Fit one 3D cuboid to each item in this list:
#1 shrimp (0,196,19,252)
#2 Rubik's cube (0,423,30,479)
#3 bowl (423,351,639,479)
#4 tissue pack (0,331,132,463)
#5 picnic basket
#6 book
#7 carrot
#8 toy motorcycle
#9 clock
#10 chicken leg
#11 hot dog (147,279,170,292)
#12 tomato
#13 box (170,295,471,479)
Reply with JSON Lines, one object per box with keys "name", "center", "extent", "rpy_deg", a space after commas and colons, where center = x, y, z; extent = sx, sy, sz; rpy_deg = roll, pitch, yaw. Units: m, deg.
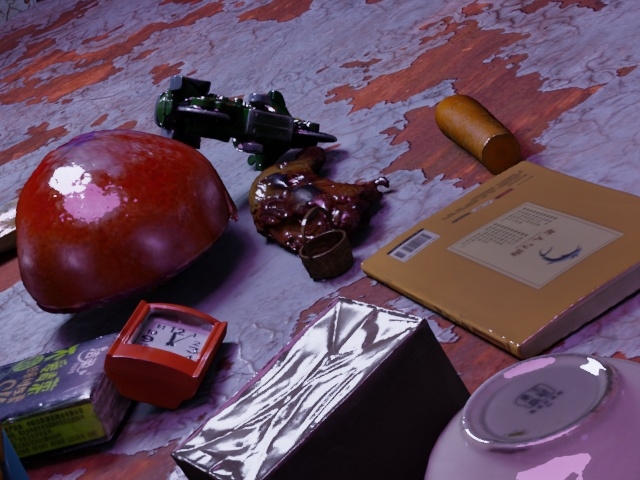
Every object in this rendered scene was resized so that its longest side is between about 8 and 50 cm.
{"name": "shrimp", "center": [-0.497, -0.029, 2.639], "extent": [0.317, 0.077, 0.168], "rpy_deg": [-28, 12, -22]}
{"name": "Rubik's cube", "center": [-0.387, 0.316, 1.461], "extent": [0.290, 0.291, 0.291], "rpy_deg": [-26, 22, -4]}
{"name": "bowl", "center": [0.203, 0.188, 1.381], "extent": [0.277, 0.145, 0.277], "rpy_deg": [-19, 25, 9]}
{"name": "tissue pack", "center": [-0.339, 0.198, 1.965], "extent": [0.235, 0.073, 0.173], "rpy_deg": [-16, 22, 17]}
{"name": "picnic basket", "center": [0.000, 0.000, 2.064], "extent": [0.072, 0.083, 0.072], "rpy_deg": [-19, 24, 9]}
{"name": "book", "center": [0.235, 0.010, 1.887], "extent": [0.269, 0.032, 0.389], "rpy_deg": [-31, 23, -14]}
{"name": "carrot", "center": [0.209, -0.148, 2.223], "extent": [0.067, 0.067, 0.225], "rpy_deg": [-25, 25, -4]}
{"name": "toy motorcycle", "center": [-0.124, -0.173, 2.413], "extent": [0.275, 0.124, 0.187], "rpy_deg": [10, -1, -34]}
{"name": "clock", "center": [-0.182, 0.133, 1.951], "extent": [0.113, 0.061, 0.155], "rpy_deg": [14, 27, 6]}
{"name": "chicken leg", "center": [-0.010, -0.064, 2.244], "extent": [0.177, 0.083, 0.322], "rpy_deg": [-22, 22, -21]}
{"name": "hot dog", "center": [-0.253, 0.034, 2.284], "extent": [0.071, 0.045, 0.165], "rpy_deg": [-33, 24, -25]}
{"name": "tomato", "center": [-0.269, -0.058, 2.221], "extent": [0.290, 0.176, 0.335], "rpy_deg": [-7, 26, 28]}
{"name": "box", "center": [0.011, 0.187, 1.510], "extent": [0.231, 0.149, 0.155], "rpy_deg": [-42, 28, -20]}
